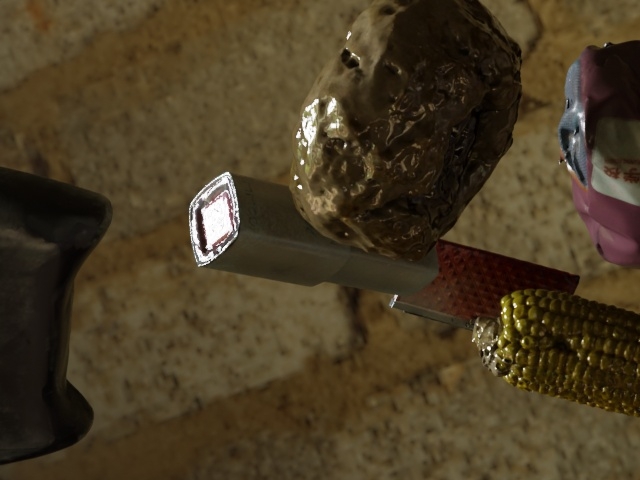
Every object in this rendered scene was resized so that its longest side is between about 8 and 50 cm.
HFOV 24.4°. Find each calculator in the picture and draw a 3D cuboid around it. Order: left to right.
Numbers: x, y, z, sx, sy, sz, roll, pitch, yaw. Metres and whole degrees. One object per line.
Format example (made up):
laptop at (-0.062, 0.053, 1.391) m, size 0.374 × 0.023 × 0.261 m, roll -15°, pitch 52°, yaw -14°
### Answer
calculator at (-0.235, 0.037, 0.685) m, size 0.268 × 0.177 × 0.040 m, roll 3°, pitch 28°, yaw -11°

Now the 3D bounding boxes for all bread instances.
bread at (0.073, -0.088, 1.145) m, size 0.230 × 0.123 × 0.230 m, roll -51°, pitch -18°, yaw -25°

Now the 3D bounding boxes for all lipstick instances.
lipstick at (0.000, 0.000, 1.413) m, size 0.253 × 0.079 × 0.077 m, roll 10°, pitch -34°, yaw -37°

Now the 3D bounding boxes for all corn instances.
corn at (0.318, 0.130, 1.576) m, size 0.322 × 0.119 × 0.119 m, roll 16°, pitch 8°, yaw 14°

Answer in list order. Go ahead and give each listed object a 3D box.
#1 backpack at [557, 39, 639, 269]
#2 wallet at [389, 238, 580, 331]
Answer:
backpack at (0.406, -0.085, 1.638) m, size 0.283 × 0.197 × 0.317 m, roll 4°, pitch -32°, yaw 10°
wallet at (0.185, 0.058, 1.653) m, size 0.197 × 0.103 × 0.020 m, roll 16°, pitch 26°, yaw -18°
